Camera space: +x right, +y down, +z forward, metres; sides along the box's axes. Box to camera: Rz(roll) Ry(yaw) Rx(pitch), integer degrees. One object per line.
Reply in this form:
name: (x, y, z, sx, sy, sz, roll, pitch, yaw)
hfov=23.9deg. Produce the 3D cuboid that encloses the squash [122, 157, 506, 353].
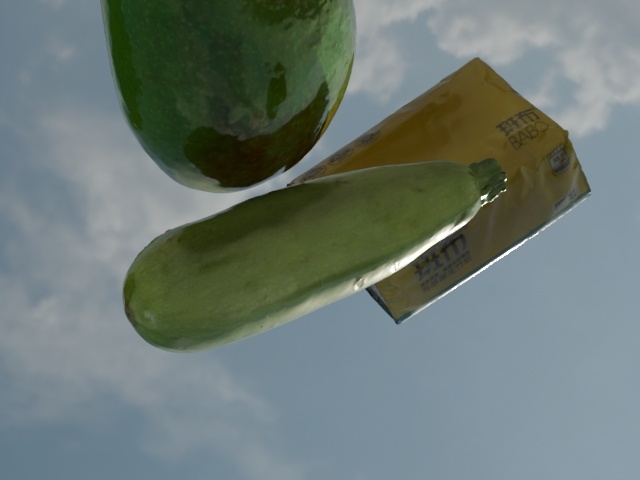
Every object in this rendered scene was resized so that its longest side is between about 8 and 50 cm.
squash: (-0.004, 0.000, 1.342, 0.370, 0.118, 0.118, -22, -124, -22)

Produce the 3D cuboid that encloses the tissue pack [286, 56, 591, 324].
tissue pack: (0.128, -0.060, 1.658, 0.271, 0.134, 0.192, -35, -136, -8)

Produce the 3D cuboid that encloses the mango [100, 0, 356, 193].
mango: (-0.077, -0.207, 1.265, 0.225, 0.382, 0.201, -26, -133, -23)
